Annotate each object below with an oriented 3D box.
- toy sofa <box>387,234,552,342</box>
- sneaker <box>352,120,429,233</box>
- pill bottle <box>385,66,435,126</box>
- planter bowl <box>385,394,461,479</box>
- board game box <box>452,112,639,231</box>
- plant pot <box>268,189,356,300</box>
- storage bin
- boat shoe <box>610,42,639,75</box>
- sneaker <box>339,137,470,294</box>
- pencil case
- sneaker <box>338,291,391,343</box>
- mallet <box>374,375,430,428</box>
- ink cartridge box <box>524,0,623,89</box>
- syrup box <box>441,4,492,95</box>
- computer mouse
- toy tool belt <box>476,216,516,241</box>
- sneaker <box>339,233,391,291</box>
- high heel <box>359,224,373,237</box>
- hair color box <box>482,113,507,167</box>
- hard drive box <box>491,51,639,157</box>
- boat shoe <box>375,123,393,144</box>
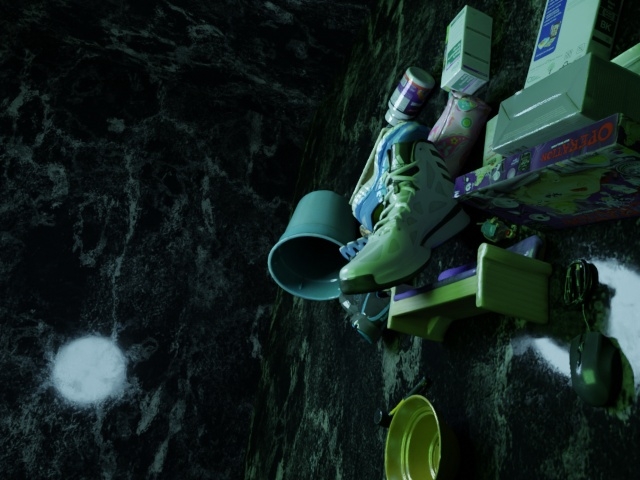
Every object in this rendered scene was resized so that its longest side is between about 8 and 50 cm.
[{"bbox_3d":[0.290,0.097,1.011,0.362,0.150,0.176,141,143,-65],"label":"toy sofa"},{"bbox_3d":[0.202,-0.152,1.261,0.329,0.130,0.147,-68,31,31],"label":"sneaker"},{"bbox_3d":[0.306,-0.496,1.698,0.108,0.108,0.193,-87,20,-44],"label":"pill bottle"},{"bbox_3d":[0.222,0.435,0.992,0.217,0.091,0.217,-164,90,-75],"label":"planter bowl"},{"bbox_3d":[0.387,-0.083,0.750,0.347,0.208,0.056,159,123,-72],"label":"board game box"},{"bbox_3d":[0.000,0.000,1.886,0.334,0.342,0.341,-77,13,-49],"label":"plant pot"},{"bbox_3d":[0.223,-0.230,1.480,0.260,0.123,0.262,-67,-10,24],"label":"storage bin"},{"bbox_3d":[0.482,-0.247,0.833,0.079,0.081,0.227,-30,-5,-33],"label":"boat shoe"},{"bbox_3d":[0.157,-0.071,1.069,0.169,0.257,0.448,-11,15,45],"label":"sneaker"},{"bbox_3d":[0.335,-0.248,1.287,0.124,0.124,0.284,-100,31,-60],"label":"pencil case"},{"bbox_3d":[0.156,0.206,1.508,0.139,0.125,0.341,-45,14,1],"label":"sneaker"},{"bbox_3d":[0.213,0.400,1.191,0.189,0.062,0.039,-49,25,24],"label":"mallet"},{"bbox_3d":[0.521,-0.461,0.975,0.165,0.065,0.332,-178,103,-75],"label":"ink cartridge box"},{"bbox_3d":[0.415,-0.531,1.372,0.093,0.097,0.236,139,146,-63],"label":"syrup box"},{"bbox_3d":[0.409,0.134,0.755,0.071,0.041,0.241,126,157,-53],"label":"computer mouse"},{"bbox_3d":[0.373,-0.024,1.037,0.083,0.051,0.052,-141,69,-74],"label":"toy tool belt"},{"bbox_3d":[0.218,0.046,1.399,0.316,0.128,0.182,-27,84,37],"label":"sneaker"},{"bbox_3d":[0.203,0.016,1.599,0.261,0.093,0.186,88,162,-72],"label":"high heel"},{"bbox_3d":[0.417,-0.224,1.119,0.072,0.043,0.141,142,143,-65],"label":"hair color box"},{"bbox_3d":[0.407,-0.155,0.711,0.181,0.232,0.089,164,122,-72],"label":"hard drive box"},{"bbox_3d":[0.247,-0.342,1.747,0.301,0.102,0.108,-88,21,-44],"label":"boat shoe"}]
